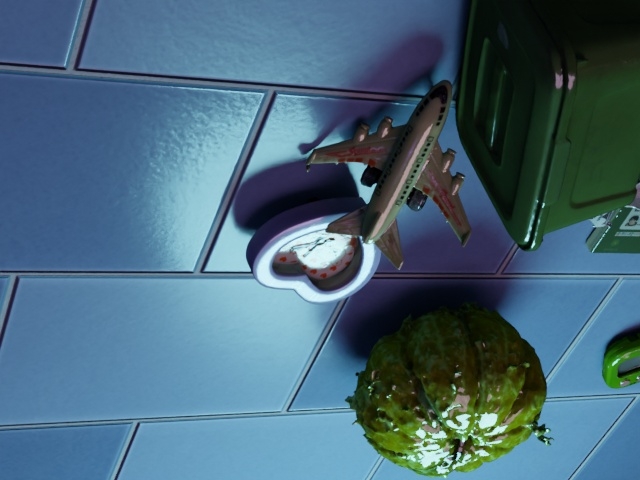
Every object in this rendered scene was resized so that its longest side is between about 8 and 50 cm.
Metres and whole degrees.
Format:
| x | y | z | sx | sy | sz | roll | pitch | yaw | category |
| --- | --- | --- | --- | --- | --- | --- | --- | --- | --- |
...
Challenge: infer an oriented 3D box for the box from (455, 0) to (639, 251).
| x | y | z | sx | sy | sz | roll | pitch | yaw | category |
| --- | --- | --- | --- | --- | --- | --- | --- | --- | --- |
| 0.283 | -0.178 | 1.494 | 0.177 | 0.253 | 0.329 | -12 | 142 | -10 | box |

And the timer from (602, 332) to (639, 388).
| x | y | z | sx | sy | sz | roll | pitch | yaw | category |
| --- | --- | --- | --- | --- | --- | --- | --- | --- | --- |
| 0.568 | 0.207 | 2.254 | 0.140 | 0.047 | 0.128 | -19 | 143 | -6 | timer |

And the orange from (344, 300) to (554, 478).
| x | y | z | sx | sy | sz | roll | pitch | yaw | category |
| --- | --- | --- | --- | --- | --- | --- | --- | --- | --- |
| 0.196 | 0.233 | 1.966 | 0.301 | 0.223 | 0.300 | -32 | 130 | 16 | orange |

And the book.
| x | y | z | sx | sy | sz | roll | pitch | yaw | category |
| --- | --- | --- | --- | --- | --- | --- | --- | --- | --- |
| 0.547 | -0.076 | 1.930 | 0.202 | 0.027 | 0.264 | 1 | 136 | -26 | book |

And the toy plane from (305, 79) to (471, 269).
| x | y | z | sx | sy | sz | roll | pitch | yaw | category |
| --- | --- | --- | --- | --- | --- | --- | --- | --- | --- |
| 0.106 | -0.093 | 1.613 | 0.244 | 0.229 | 0.092 | -63 | 176 | 9 | toy plane |

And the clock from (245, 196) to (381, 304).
| x | y | z | sx | sy | sz | roll | pitch | yaw | category |
| --- | --- | --- | --- | --- | --- | --- | --- | --- | --- |
| 0.000 | 0.000 | 1.719 | 0.198 | 0.064 | 0.172 | 21 | 121 | -42 | clock |

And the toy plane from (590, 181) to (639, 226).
| x | y | z | sx | sy | sz | roll | pitch | yaw | category |
| --- | --- | --- | --- | --- | --- | --- | --- | --- | --- |
| 0.394 | -0.067 | 1.836 | 0.234 | 0.082 | 0.160 | 3 | 145 | -7 | toy plane |
